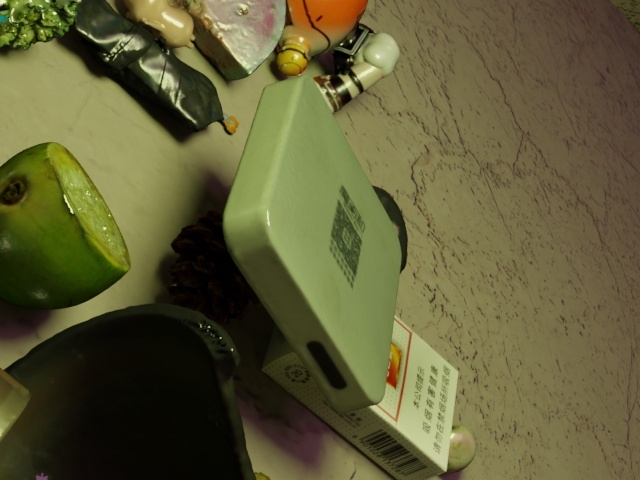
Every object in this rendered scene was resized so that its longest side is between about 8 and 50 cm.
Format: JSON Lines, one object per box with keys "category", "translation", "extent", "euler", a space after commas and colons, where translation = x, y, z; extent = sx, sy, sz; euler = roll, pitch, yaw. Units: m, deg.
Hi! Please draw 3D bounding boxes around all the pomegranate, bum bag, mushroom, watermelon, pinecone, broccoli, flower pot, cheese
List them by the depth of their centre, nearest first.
{"category": "flower pot", "translation": [-0.207, 0.282, 1.101], "extent": [0.379, 0.380, 0.251], "euler": [-79, 148, -44]}
{"category": "pomegranate", "translation": [-0.333, -0.011, 1.278], "extent": [0.189, 0.159, 0.241], "euler": [59, 6, -15]}
{"category": "broccoli", "translation": [-0.410, -0.329, 1.403], "extent": [0.167, 0.160, 0.154], "euler": [36, 55, -1]}
{"category": "pinecone", "translation": [-0.140, 0.043, 1.472], "extent": [0.174, 0.174, 0.173], "euler": [31, 43, -34]}
{"category": "bum bag", "translation": [-0.263, -0.272, 1.611], "extent": [0.310, 0.074, 0.137], "euler": [36, 33, -24]}
{"category": "cheese", "translation": [-0.176, -0.217, 1.735], "extent": [0.111, 0.017, 0.047], "euler": [41, 42, -25]}
{"category": "mushroom", "translation": [0.217, 0.342, 1.762], "extent": [0.084, 0.067, 0.083], "euler": [-1, 93, -20]}
{"category": "watermelon", "translation": [-0.190, -0.414, 1.802], "extent": [0.226, 0.148, 0.318], "euler": [-5, 82, -34]}

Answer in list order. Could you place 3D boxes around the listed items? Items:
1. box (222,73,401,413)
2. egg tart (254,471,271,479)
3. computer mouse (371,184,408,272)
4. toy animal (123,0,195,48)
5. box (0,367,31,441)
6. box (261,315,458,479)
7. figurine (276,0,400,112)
{"category": "box", "translation": [0.000, 0.000, 1.493], "extent": [0.367, 0.091, 0.373], "euler": [60, 25, -33]}
{"category": "egg tart", "translation": [-0.096, 0.365, 1.352], "extent": [0.191, 0.074, 0.191], "euler": [29, 47, -36]}
{"category": "computer mouse", "translation": [0.025, -0.020, 1.763], "extent": [0.269, 0.100, 0.170], "euler": [18, 55, -39]}
{"category": "toy animal", "translation": [-0.254, -0.360, 1.688], "extent": [0.089, 0.083, 0.150], "euler": [-51, 124, -11]}
{"category": "box", "translation": [-0.427, 0.177, 0.903], "extent": [0.216, 0.301, 0.301], "euler": [42, 37, -9]}
{"category": "box", "translation": [0.070, 0.204, 1.662], "extent": [0.330, 0.095, 0.210], "euler": [41, 38, -22]}
{"category": "figurine", "translation": [0.009, -0.427, 1.966], "extent": [0.323, 0.196, 0.320], "euler": [54, 40, -25]}
